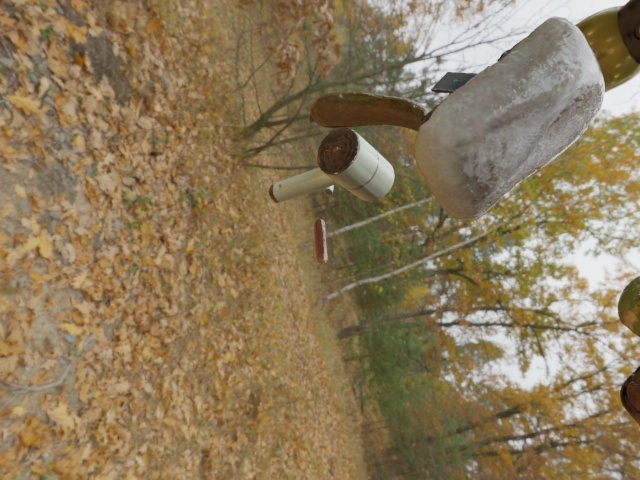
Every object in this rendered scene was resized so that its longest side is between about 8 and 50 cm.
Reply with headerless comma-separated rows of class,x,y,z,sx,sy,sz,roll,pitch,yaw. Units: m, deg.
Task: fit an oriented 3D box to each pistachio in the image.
pistachio,0.812,0.369,1.094,0.131,0.165,0.210,57,47,-58

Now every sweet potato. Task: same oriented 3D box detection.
sweet potato,0.102,-0.254,0.908,0.075,0.273,0.076,10,90,-67

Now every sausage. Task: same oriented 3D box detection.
sausage,0.000,0.000,1.275,0.030,0.035,0.147,92,-6,-53

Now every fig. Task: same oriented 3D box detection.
fig,0.966,0.185,1.331,0.275,0.206,0.206,24,47,-46

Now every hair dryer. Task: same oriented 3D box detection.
hair dryer,-0.004,-0.165,1.247,0.203,0.361,0.128,25,56,-52

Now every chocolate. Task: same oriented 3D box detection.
chocolate,0.288,-0.166,0.674,0.185,0.303,0.100,50,3,-31

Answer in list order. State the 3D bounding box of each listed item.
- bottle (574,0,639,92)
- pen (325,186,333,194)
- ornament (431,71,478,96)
bottle,0.608,-0.409,0.995,0.351,0.171,0.172,-23,-103,59
pen,0.040,-0.230,1.583,0.204,0.025,0.025,-80,161,-44
ornament,0.323,-0.285,1.059,0.088,0.081,0.203,21,-27,40
